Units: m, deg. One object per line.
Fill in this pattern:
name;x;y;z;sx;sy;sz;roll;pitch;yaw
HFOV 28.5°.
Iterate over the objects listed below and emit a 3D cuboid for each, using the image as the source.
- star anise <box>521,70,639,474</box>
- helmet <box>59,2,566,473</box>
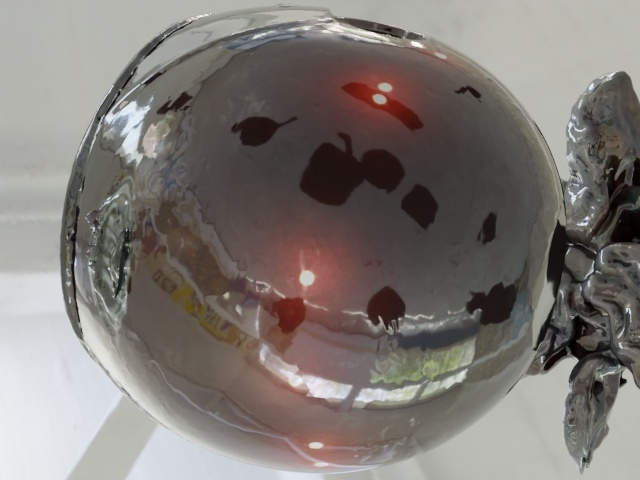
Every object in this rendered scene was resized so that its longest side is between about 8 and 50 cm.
star anise;0.177;0.025;0.831;0.129;0.212;0.283;26;-151;-40
helmet;0.000;0.000;0.530;0.216;0.189;0.193;-1;-164;-25
